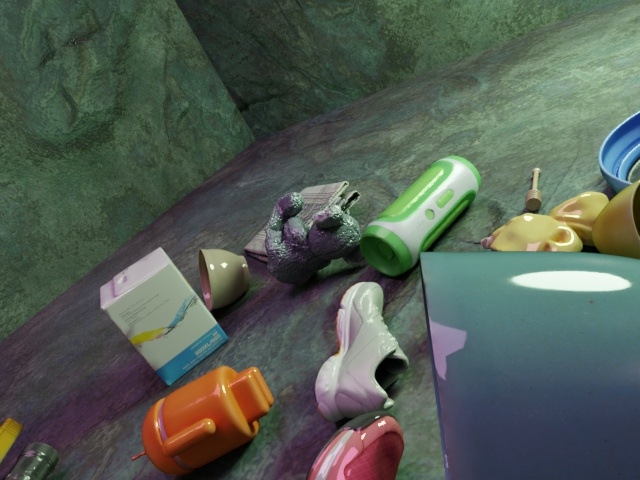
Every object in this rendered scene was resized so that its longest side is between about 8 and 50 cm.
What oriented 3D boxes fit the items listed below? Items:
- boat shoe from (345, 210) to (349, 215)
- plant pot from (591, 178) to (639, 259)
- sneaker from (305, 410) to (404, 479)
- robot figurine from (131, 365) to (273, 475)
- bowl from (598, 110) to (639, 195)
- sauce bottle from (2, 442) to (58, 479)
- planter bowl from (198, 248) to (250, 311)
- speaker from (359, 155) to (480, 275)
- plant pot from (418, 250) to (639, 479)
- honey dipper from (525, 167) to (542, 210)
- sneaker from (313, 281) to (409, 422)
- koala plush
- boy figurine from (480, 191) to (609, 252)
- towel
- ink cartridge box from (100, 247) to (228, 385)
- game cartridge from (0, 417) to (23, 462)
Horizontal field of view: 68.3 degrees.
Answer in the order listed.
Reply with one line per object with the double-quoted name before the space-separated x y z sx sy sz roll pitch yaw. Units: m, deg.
"boat shoe" 0.064 -0.097 1.382 0.035 0.035 0.100 -20 31 15
"plant pot" 0.442 -0.014 0.655 0.134 0.134 0.095 -39 0 -21
"sneaker" 0.034 0.326 0.465 0.136 0.115 0.313 5 46 38
"robot figurine" -0.186 0.287 0.755 0.220 0.128 0.158 -29 33 1
"bowl" 0.656 -0.151 0.726 0.392 0.077 0.391 -25 22 11
"sauce bottle" -0.551 0.496 0.776 0.112 0.111 0.344 -24 22 14
"planter bowl" -0.246 0.094 1.223 0.109 0.161 0.162 -9 15 -22
"speaker" 0.215 -0.057 0.997 0.296 0.131 0.131 -42 25 -27
"plant pot" 0.218 0.142 0.392 0.235 0.292 0.293 -7 27 10
"honey dipper" 0.439 -0.110 0.967 0.031 0.030 0.160 -15 23 32
"sneaker" 0.086 0.167 0.743 0.121 0.099 0.262 -9 37 26
"koala plush" 0.000 0.000 1.079 0.221 0.196 0.203 -11 40 37
"boy figurine" 0.328 0.018 0.747 0.285 0.092 0.177 -32 22 -7
"towel" -0.068 -0.057 1.381 0.312 0.056 0.324 -45 24 -18
"ink cartridge box" -0.358 0.166 1.075 0.168 0.232 0.171 -37 24 -16
"game cartridge" -0.694 0.500 0.852 0.285 0.053 0.324 -52 17 -10
